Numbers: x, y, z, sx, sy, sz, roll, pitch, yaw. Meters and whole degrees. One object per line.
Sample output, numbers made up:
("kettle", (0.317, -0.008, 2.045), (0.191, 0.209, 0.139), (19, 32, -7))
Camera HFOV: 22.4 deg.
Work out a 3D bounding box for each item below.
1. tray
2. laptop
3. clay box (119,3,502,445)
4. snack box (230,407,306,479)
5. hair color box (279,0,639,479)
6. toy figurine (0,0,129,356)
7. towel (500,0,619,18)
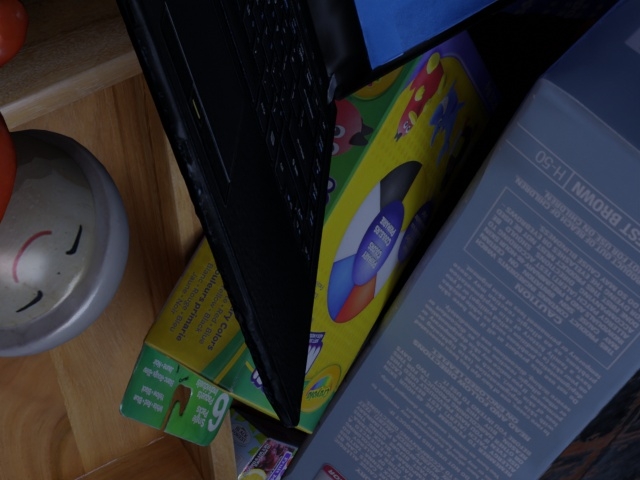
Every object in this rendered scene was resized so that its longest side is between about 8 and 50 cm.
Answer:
("tray", (-0.152, 0.055, 0.747), (0.203, 0.076, 0.411), (-25, 149, -16))
("laptop", (0.034, -0.114, 0.545), (0.137, 0.264, 0.234), (-6, 134, 13))
("clay box", (0.000, 0.000, 0.738), (0.222, 0.053, 0.127), (-61, 159, -5))
("snack box", (-0.040, 0.169, 1.039), (0.100, 0.037, 0.141), (-54, 149, 2))
("hair color box", (0.123, 0.023, 0.827), (0.185, 0.113, 0.374), (-43, 169, -37))
("toy figurine", (-0.163, -0.056, 0.420), (0.210, 0.213, 0.148), (-18, 158, 18))
("towel", (0.225, -0.185, 0.779), (0.336, 0.040, 0.243), (-4, 146, -42))
